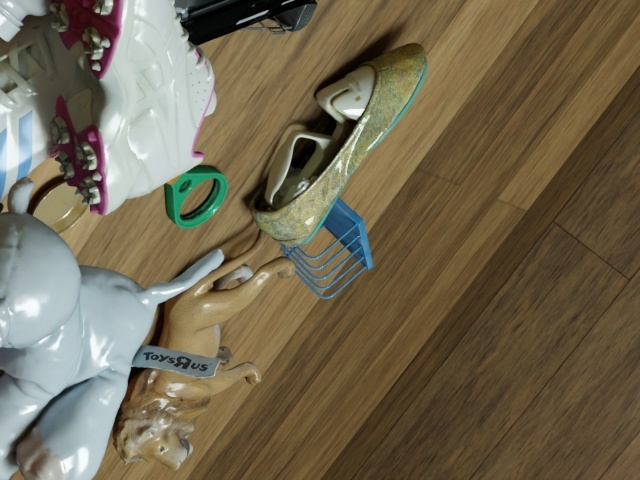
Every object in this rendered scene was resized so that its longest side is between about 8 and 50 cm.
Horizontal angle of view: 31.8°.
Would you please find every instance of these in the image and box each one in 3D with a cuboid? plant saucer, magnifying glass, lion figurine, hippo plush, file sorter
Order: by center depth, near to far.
[{"bbox_3d":[-0.258,0.089,0.972,0.236,0.294,0.234,62,26,-67],"label":"hippo plush"},{"bbox_3d":[-0.301,-0.040,1.291,0.083,0.015,0.083,-38,155,-22],"label":"plant saucer"},{"bbox_3d":[-0.181,-0.077,1.443,0.092,0.026,0.231,-47,159,-3],"label":"magnifying glass"},{"bbox_3d":[-0.189,0.152,1.682,0.240,0.142,0.392,-14,126,-42],"label":"lion figurine"},{"bbox_3d":[0.000,0.000,1.768,0.104,0.118,0.170,-40,156,-11],"label":"file sorter"}]

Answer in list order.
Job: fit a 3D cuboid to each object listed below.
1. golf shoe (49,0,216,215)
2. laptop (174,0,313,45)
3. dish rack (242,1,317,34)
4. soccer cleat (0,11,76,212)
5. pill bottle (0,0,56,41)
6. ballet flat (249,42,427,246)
[{"bbox_3d":[-0.155,-0.163,0.973,0.140,0.115,0.306,-18,142,-30],"label":"golf shoe"},{"bbox_3d":[-0.073,-0.294,1.066,0.234,0.136,0.264,-25,-177,-22],"label":"laptop"},{"bbox_3d":[-0.073,-0.316,1.203,0.271,0.074,0.208,-15,139,-50],"label":"dish rack"},{"bbox_3d":[-0.303,-0.116,1.037,0.331,0.116,0.143,-51,158,5],"label":"soccer cleat"},{"bbox_3d":[-0.243,-0.253,0.969,0.160,0.087,0.087,-49,157,-1],"label":"pill bottle"},{"bbox_3d":[0.019,-0.149,1.592,0.348,0.123,0.123,-55,157,8],"label":"ballet flat"}]
